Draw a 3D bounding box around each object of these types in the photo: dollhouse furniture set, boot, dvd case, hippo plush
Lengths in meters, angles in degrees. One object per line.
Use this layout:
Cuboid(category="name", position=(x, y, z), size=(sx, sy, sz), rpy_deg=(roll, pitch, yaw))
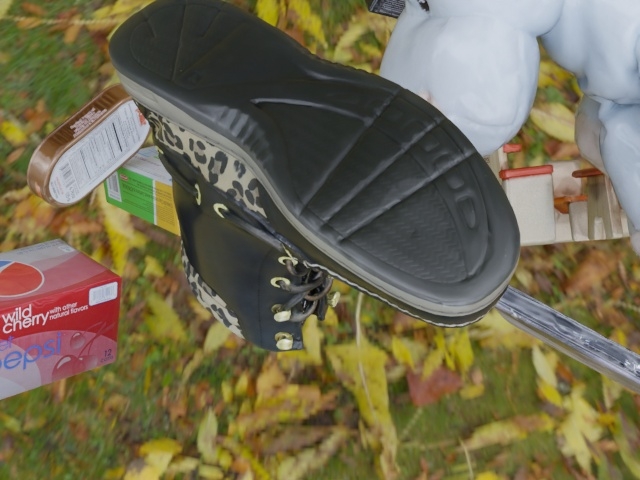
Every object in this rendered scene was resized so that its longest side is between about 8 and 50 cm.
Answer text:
Cuboid(category="dollhouse furniture set", position=(0.288, -0.069, 1.462), size=(0.259, 0.262, 0.135), rpy_deg=(-4, 89, -16))
Cuboid(category="boot", position=(0.001, -0.002, 0.705), size=(0.085, 0.236, 0.178), rpy_deg=(-40, 147, -23))
Cuboid(category="dvd case", position=(0.179, 0.075, 0.872), size=(0.165, 0.221, 0.018), rpy_deg=(28, 90, 17))
Cuboid(category="hippo plush", position=(0.161, -0.131, 0.843), size=(0.237, 0.234, 0.294), rpy_deg=(7, 109, -17))

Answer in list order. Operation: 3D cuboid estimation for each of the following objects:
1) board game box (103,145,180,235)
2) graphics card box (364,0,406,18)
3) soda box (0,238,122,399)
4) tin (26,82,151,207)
Cuboid(category="board game box", position=(-0.097, -0.094, 1.909), size=(0.317, 0.242, 0.064), rpy_deg=(-15, 109, -27))
Cuboid(category="graphics card box", position=(0.224, -0.409, 1.706), size=(0.233, 0.094, 0.371), rpy_deg=(8, 133, -27))
Cuboid(category="soda box", position=(-0.285, 0.075, 1.116), size=(0.092, 0.263, 0.083), rpy_deg=(28, 120, 37))
Cuboid(category="tin", position=(-0.283, -0.117, 1.802), size=(0.040, 0.106, 0.190), rpy_deg=(35, 65, 23))
